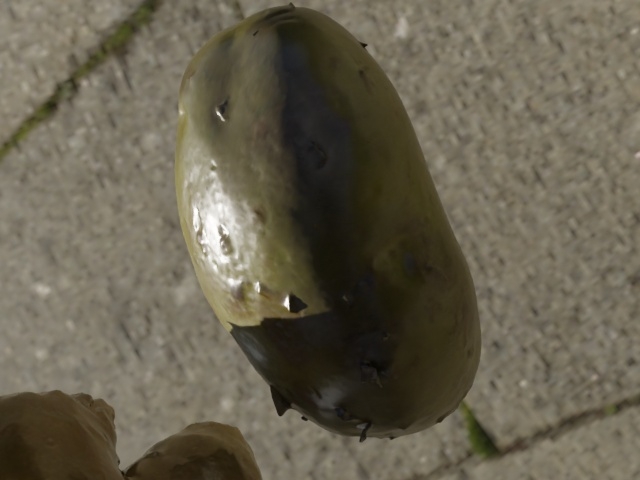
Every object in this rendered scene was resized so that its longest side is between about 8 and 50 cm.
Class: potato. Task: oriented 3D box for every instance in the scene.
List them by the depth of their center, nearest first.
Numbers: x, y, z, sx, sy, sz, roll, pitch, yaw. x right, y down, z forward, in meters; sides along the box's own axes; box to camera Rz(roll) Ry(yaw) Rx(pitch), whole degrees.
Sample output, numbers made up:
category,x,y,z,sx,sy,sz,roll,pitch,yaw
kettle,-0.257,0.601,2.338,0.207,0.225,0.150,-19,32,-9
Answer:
category,x,y,z,sx,sy,sz,roll,pitch,yaw
potato,0.000,0.000,0.487,0.091,0.070,0.138,0,122,57

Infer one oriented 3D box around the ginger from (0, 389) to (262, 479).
category,x,y,z,sx,sy,sz,roll,pitch,yaw
ginger,-0.079,0.152,0.429,0.118,0.299,0.065,6,130,-3
